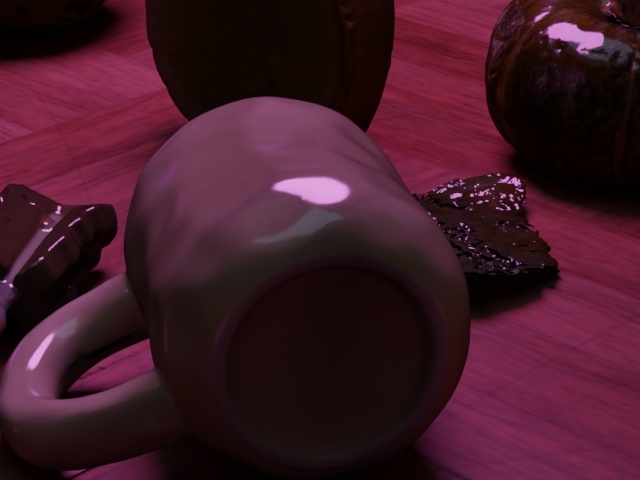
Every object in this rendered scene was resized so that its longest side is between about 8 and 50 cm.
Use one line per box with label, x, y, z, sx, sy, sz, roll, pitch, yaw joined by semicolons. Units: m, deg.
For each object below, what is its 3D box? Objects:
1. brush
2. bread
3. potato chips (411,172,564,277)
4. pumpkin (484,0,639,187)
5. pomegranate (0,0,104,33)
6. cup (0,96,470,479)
brush;-0.199;0.042;1.184;0.084;0.071;0.301;7;26;7
bread;-0.043;-0.170;1.450;0.236;0.236;0.070;22;32;38
potato chips;0.102;-0.005;1.331;0.142;0.026;0.209;18;24;23
pumpkin;0.227;-0.135;1.464;0.219;0.162;0.219;0;29;0
pomegranate;-0.260;-0.298;1.761;0.231;0.231;0.286;4;14;9
cup;-0.056;0.028;1.088;0.255;0.173;0.202;-4;24;-11
